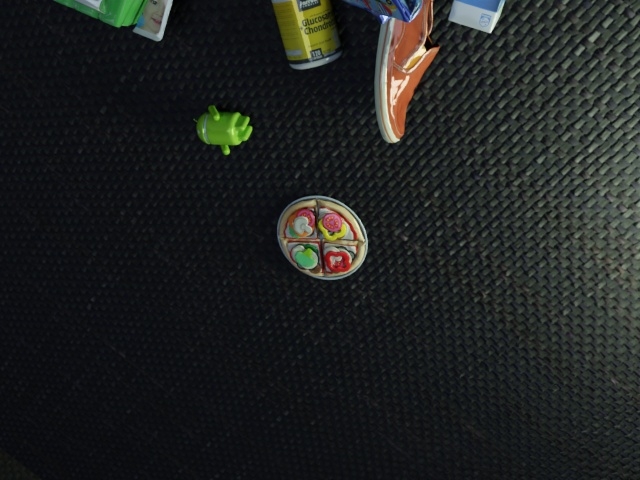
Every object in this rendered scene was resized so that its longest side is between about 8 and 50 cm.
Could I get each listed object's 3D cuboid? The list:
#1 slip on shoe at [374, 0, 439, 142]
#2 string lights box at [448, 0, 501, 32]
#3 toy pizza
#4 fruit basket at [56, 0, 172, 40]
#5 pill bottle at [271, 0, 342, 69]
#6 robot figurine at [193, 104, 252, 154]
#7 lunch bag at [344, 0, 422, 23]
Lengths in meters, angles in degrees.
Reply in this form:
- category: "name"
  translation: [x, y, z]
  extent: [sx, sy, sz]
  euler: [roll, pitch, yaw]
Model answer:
- category: "slip on shoe"
  translation: [0.155, -0.326, 1.379]
  extent: [0.101, 0.123, 0.331]
  euler: [11, 116, 9]
- category: "string lights box"
  translation: [0.282, -0.476, 1.235]
  extent: [0.076, 0.133, 0.260]
  euler: [20, 123, 8]
- category: "toy pizza"
  translation: [0.000, 0.000, 1.659]
  extent: [0.201, 0.032, 0.201]
  euler: [8, 120, 15]
- category: "fruit basket"
  translation: [-0.387, -0.579, 1.398]
  extent: [0.327, 0.165, 0.353]
  euler: [25, 120, 5]
- category: "pill bottle"
  translation: [-0.029, -0.408, 1.400]
  extent: [0.103, 0.103, 0.184]
  euler: [-6, 116, 22]
- category: "robot figurine"
  translation: [-0.198, -0.227, 1.582]
  extent: [0.115, 0.067, 0.101]
  euler: [5, 139, 17]
- category: "lunch bag"
  translation: [0.055, -0.474, 1.215]
  extent: [0.138, 0.221, 0.293]
  euler: [-38, 127, -12]
